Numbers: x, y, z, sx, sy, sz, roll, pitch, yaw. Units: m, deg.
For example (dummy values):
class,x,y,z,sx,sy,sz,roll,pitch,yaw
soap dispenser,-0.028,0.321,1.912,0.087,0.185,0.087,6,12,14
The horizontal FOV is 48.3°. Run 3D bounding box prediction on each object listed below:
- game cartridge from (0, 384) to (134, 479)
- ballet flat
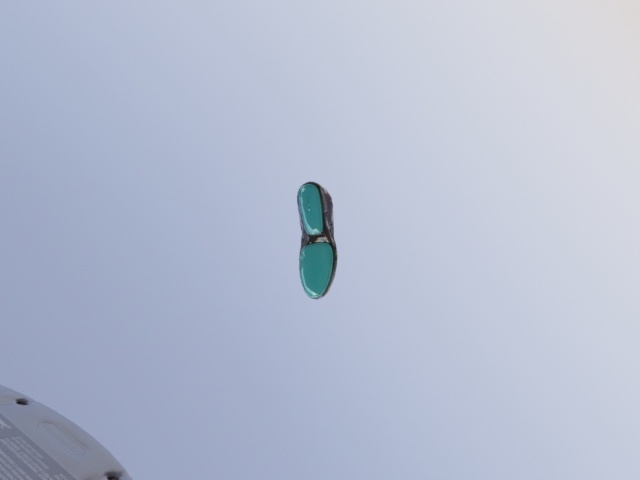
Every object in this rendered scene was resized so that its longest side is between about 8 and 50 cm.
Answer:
class,x,y,z,sx,sy,sz,roll,pitch,yaw
game cartridge,-0.297,0.209,0.643,0.294,0.060,0.196,19,-168,39
ballet flat,0.000,0.000,0.699,0.041,0.041,0.114,-1,-93,-47
